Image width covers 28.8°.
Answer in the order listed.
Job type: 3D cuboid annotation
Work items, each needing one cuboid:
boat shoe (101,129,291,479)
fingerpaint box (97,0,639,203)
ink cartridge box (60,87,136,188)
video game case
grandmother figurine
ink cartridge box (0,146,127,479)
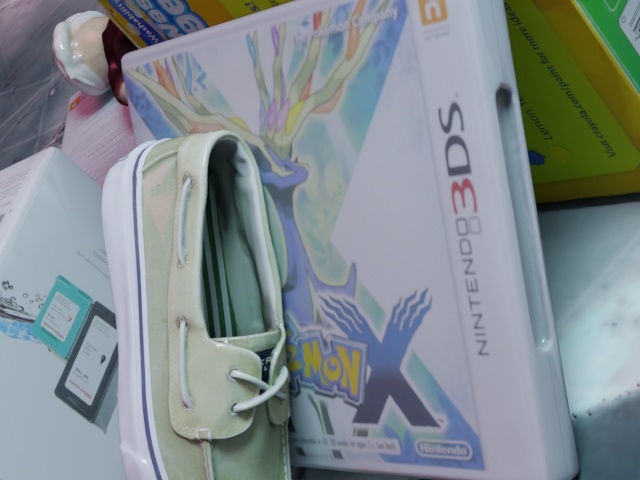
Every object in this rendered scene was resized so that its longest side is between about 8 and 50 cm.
[{"bbox_3d":[-0.068,0.077,0.783,0.094,0.109,0.302,-18,84,45],"label":"boat shoe"},{"bbox_3d":[0.013,-0.219,0.829,0.371,0.445,0.163,-7,46,47],"label":"fingerpaint box"},{"bbox_3d":[-0.150,-0.136,1.300,0.303,0.072,0.307,-33,35,18],"label":"ink cartridge box"},{"bbox_3d":[0.000,0.000,0.794,0.036,0.300,0.329,-13,5,-42],"label":"video game case"},{"bbox_3d":[-0.157,-0.219,1.253,0.342,0.104,0.208,-12,49,45],"label":"grandmother figurine"},{"bbox_3d":[-0.257,0.107,1.015,0.198,0.197,0.270,-18,40,37],"label":"ink cartridge box"}]
